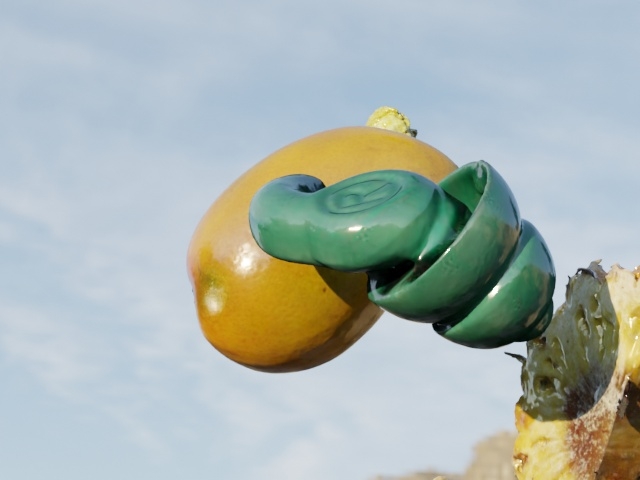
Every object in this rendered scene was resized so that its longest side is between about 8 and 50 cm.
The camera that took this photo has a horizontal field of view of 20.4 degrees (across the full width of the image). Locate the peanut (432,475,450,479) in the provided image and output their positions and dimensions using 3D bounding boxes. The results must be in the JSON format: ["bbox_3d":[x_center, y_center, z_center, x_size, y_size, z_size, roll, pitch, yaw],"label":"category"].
[{"bbox_3d":[0.154,0.328,2.202,0.037,0.083,0.037,-1,-40,-1],"label":"peanut"}]

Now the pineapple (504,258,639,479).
[{"bbox_3d":[0.347,0.166,1.808,0.286,0.344,0.209,7,18,-28],"label":"pineapple"}]

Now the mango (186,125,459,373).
[{"bbox_3d":[0.000,0.000,1.847,0.317,0.211,0.173,-39,-17,-11],"label":"mango"}]

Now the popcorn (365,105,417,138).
[{"bbox_3d":[0.097,-0.154,2.487,0.083,0.059,0.068,47,11,34],"label":"popcorn"}]

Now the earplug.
[{"bbox_3d":[0.079,0.012,1.625,0.280,0.164,0.257,36,-35,-7],"label":"earplug"}]
